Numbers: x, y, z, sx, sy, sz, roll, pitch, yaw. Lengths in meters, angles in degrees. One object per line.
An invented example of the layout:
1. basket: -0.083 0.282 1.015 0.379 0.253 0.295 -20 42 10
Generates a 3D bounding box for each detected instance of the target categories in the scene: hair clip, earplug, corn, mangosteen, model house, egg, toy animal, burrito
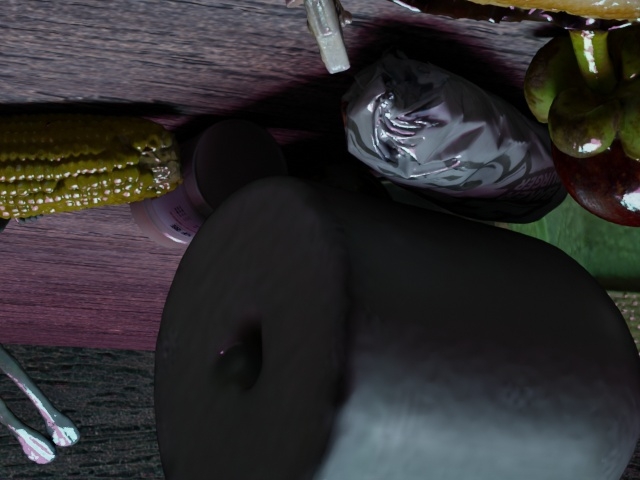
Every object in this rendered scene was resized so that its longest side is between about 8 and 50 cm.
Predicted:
1. hair clip: -0.006 -0.169 1.071 0.062 0.056 0.214 -14 160 6
2. earplug: 0.090 0.130 1.529 0.394 0.312 0.313 12 165 -33
3. corn: -0.251 -0.067 1.533 0.262 0.097 0.097 -2 170 7
4. mangosteen: 0.224 -0.085 1.266 0.156 0.145 0.181 -3 170 35
5. model house: 0.310 0.038 1.891 0.195 0.189 0.214 6 168 -20
6. egg: 0.000 0.000 1.717 0.169 0.169 0.231 2 160 -15
7. toy animal: -0.372 0.042 1.598 0.225 0.284 0.302 -38 137 2
8. burrito: 0.103 -0.083 1.427 0.139 0.101 0.445 8 177 22

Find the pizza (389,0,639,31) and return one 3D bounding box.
1. pizza: 0.096 -0.180 0.909 0.251 0.074 0.287 -2 168 -9

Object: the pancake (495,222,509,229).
1. pancake: 0.195 -0.004 2.136 0.184 0.020 0.190 0 171 -5

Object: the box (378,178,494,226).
1. box: 0.060 0.021 1.891 0.231 0.149 0.155 -5 168 29

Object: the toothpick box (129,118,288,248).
1. toothpick box: -0.106 -0.051 1.614 0.098 0.098 0.149 5 168 -29
